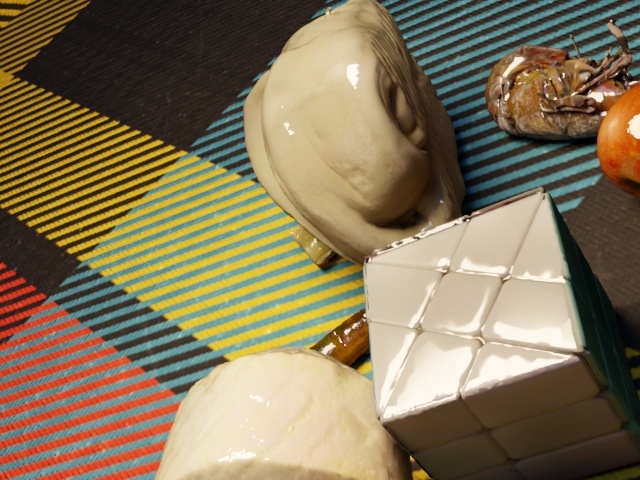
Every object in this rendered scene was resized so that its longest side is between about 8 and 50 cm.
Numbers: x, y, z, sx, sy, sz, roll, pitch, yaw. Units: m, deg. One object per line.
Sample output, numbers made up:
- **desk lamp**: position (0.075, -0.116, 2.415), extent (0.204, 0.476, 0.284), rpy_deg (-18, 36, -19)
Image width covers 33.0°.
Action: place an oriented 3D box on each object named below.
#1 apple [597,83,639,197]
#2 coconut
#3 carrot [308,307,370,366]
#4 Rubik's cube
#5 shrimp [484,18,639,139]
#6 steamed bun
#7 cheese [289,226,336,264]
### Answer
- **apple**: position (0.413, -0.116, 1.273), extent (0.163, 0.163, 0.139), rpy_deg (22, 85, 46)
- **coconut**: position (-0.034, 0.282, 1.120), extent (0.329, 0.329, 0.329), rpy_deg (-20, 43, 19)
- **carrot**: position (-0.018, 0.176, 1.389), extent (0.314, 0.066, 0.066), rpy_deg (-38, 40, -6)
- **Rubik's cube**: position (0.194, 0.122, 1.151), extent (0.221, 0.224, 0.231), rpy_deg (-22, 43, 19)
- **shrimp**: position (0.368, -0.201, 1.427), extent (0.343, 0.116, 0.145), rpy_deg (9, 72, 41)
- **steamed bun**: position (0.033, -0.129, 1.433), extent (0.255, 0.342, 0.367), rpy_deg (-21, 27, 18)
- **cheese**: position (0.000, 0.000, 1.556), extent (0.060, 0.041, 0.084), rpy_deg (-47, 56, -1)
